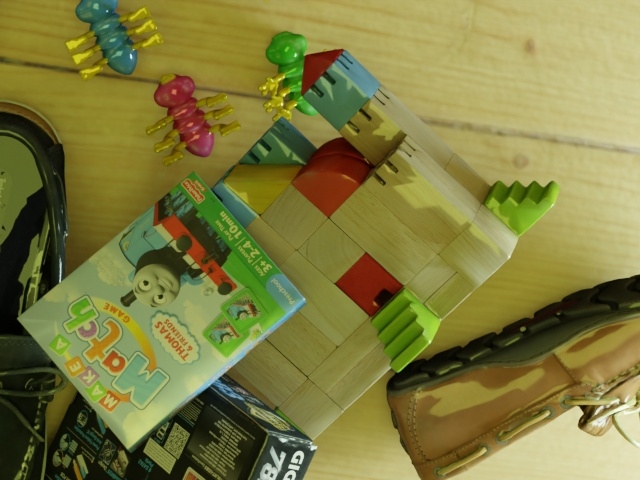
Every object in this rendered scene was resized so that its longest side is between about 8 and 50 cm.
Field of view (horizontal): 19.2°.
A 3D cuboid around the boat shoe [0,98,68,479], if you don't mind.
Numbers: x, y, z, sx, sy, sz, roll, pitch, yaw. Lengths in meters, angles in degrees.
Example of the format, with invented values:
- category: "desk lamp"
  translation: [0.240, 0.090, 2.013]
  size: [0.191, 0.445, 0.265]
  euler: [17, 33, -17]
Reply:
- category: "boat shoe"
  translation: [-0.337, 0.111, 1.814]
  size: [0.186, 0.156, 0.500]
  euler: [9, 90, -12]

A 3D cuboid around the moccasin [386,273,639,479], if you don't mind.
- category: "moccasin"
  translation: [0.259, 0.138, 1.883]
  size: [0.380, 0.139, 0.147]
  euler: [-24, 99, 1]

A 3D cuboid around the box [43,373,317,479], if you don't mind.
- category: "box"
  translation: [-0.164, 0.257, 1.810]
  size: [0.073, 0.295, 0.293]
  euler: [18, 98, -41]

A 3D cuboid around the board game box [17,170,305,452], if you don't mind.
- category: "board game box"
  translation: [-0.144, 0.065, 1.735]
  size: [0.211, 0.039, 0.160]
  euler: [-41, 83, -7]

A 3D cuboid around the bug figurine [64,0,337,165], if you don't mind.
- category: "bug figurine"
  translation: [-0.100, -0.197, 1.853]
  size: [0.279, 0.072, 0.216]
  euler: [-23, 104, -4]

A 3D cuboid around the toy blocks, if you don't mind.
- category: "toy blocks"
  translation: [0.000, 0.000, 1.820]
  size: [0.261, 0.191, 0.381]
  euler: [42, 117, -4]
